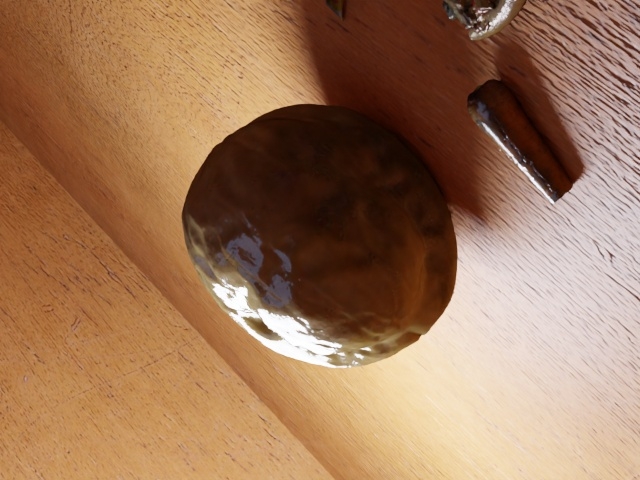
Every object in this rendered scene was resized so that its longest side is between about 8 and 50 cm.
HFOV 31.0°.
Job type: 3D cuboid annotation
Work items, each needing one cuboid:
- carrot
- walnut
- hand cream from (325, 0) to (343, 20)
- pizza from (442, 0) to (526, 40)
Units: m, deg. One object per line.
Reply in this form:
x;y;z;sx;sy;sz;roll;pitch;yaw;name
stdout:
0.231;-0.115;1.333;0.161;0.055;0.055;49;160;-7;carrot
-0.012;-0.008;1.629;0.383;0.383;0.383;45;158;24;walnut
0.021;-0.323;1.505;0.035;0.022;0.102;44;162;13;hand cream
0.142;-0.309;1.218;0.195;0.052;0.185;51;156;10;pizza
